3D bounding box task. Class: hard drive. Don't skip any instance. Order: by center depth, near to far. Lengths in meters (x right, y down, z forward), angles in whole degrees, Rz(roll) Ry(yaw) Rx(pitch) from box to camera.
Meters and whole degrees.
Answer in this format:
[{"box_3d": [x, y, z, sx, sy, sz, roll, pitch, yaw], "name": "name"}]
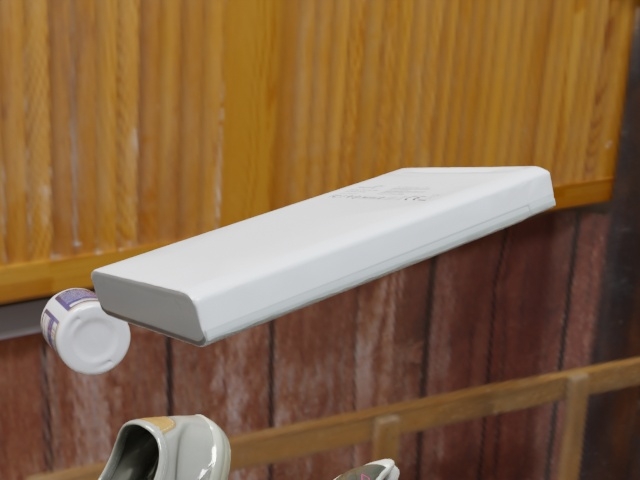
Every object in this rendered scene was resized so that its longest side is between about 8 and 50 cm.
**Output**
[{"box_3d": [0.000, 0.000, 0.790, 0.203, 0.307, 0.040, 6, 113, 59], "name": "hard drive"}]

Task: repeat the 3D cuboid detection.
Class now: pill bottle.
[{"box_3d": [-0.318, 0.114, 1.346, 0.169, 0.094, 0.094, -163, 68, -64], "name": "pill bottle"}]

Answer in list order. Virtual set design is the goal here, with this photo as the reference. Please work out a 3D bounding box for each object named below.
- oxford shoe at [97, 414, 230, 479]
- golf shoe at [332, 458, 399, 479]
[{"box_3d": [-0.227, 0.397, 1.117, 0.169, 0.130, 0.449, -8, 59, 47], "name": "oxford shoe"}, {"box_3d": [0.083, 0.321, 0.996, 0.273, 0.120, 0.105, 46, 164, 45], "name": "golf shoe"}]
